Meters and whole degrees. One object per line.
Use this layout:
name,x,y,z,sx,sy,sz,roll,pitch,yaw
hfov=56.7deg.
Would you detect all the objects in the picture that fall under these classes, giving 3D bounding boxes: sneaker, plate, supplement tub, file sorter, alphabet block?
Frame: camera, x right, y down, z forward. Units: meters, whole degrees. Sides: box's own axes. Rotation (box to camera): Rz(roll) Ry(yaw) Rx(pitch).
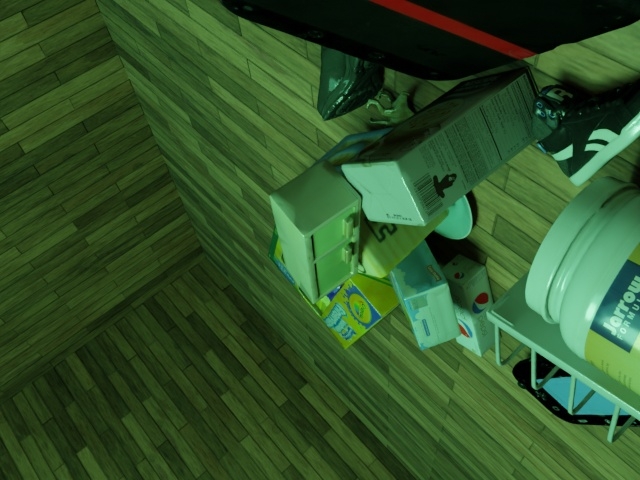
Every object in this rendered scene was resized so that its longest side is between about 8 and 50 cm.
sneaker,0.047,-0.317,1.029,0.130,0.109,0.286,59,155,11
plate,0.220,-0.085,1.122,0.188,0.024,0.188,44,158,23
supplement tub,0.416,0.079,0.652,0.316,0.228,0.228,36,155,38
sneaker,0.317,-0.154,0.698,0.121,0.079,0.217,47,161,12
file sorter,0.417,0.163,0.858,0.277,0.193,0.173,36,157,40
alphabet block,0.082,-0.071,1.108,0.197,0.193,0.192,54,163,-20

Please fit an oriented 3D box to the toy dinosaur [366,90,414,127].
toy dinosaur,0.133,-0.231,1.050,0.092,0.053,0.183,29,161,18

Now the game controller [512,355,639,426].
game controller,0.483,0.275,1.084,0.166,0.067,0.319,51,161,5

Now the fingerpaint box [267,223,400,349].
fingerpaint box,0.042,0.070,1.578,0.371,0.163,0.445,50,161,9

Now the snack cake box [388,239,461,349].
snack cake box,0.187,0.069,1.206,0.264,0.089,0.152,-107,-5,-53

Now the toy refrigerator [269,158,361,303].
toy refrigerator,0.000,0.000,0.939,0.094,0.102,0.269,50,165,22

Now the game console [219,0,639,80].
game console,0.099,-0.277,0.654,0.342,0.386,0.060,1,83,62

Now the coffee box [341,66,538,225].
coffee box,0.172,-0.129,0.818,0.098,0.246,0.141,61,159,-19

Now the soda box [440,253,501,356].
soda box,0.311,0.137,1.231,0.074,0.069,0.216,30,150,49
